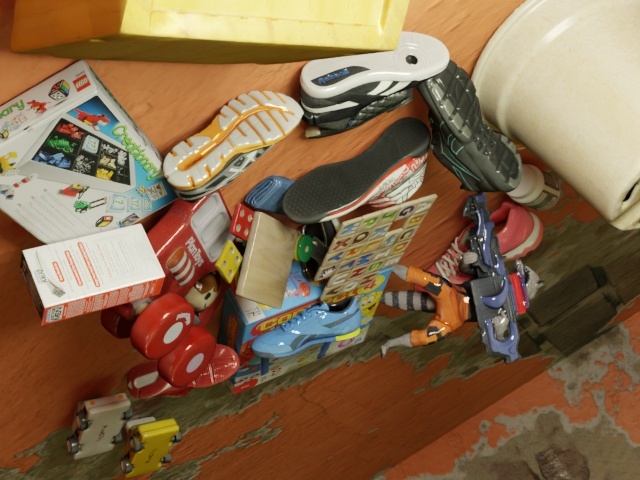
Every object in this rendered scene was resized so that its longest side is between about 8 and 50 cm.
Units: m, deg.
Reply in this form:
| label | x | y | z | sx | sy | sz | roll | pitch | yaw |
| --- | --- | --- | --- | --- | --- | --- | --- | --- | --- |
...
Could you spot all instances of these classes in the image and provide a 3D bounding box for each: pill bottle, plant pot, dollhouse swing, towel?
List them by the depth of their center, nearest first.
| label | x | y | z | sx | sy | sz | roll | pitch | yaw |
| --- | --- | --- | --- | --- | --- | --- | --- | --- | --- |
| dollhouse swing | -0.103 | -0.343 | 1.067 | 0.347 | 0.305 | 0.315 | -7 | -172 | -41 |
| plant pot | 0.449 | -0.195 | 1.613 | 0.334 | 0.305 | 0.334 | -23 | 148 | -15 |
| towel | -0.061 | -0.072 | 1.656 | 0.067 | 0.029 | 0.119 | -41 | 152 | 22 |
| pill bottle | 0.408 | -0.106 | 2.047 | 0.078 | 0.078 | 0.137 | -40 | 153 | 21 |

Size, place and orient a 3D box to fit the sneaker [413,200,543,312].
| label | x | y | z | sx | sy | sz | roll | pitch | yaw |
| --- | --- | --- | --- | --- | --- | --- | --- | --- | --- |
| sneaker | 0.303 | 0.022 | 2.173 | 0.314 | 0.116 | 0.136 | -39 | 141 | 9 |

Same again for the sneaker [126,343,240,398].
| label | x | y | z | sx | sy | sz | roll | pitch | yaw |
| --- | --- | --- | --- | --- | --- | --- | --- | --- | --- |
| sneaker | -0.242 | 0.244 | 1.982 | 0.221 | 0.087 | 0.128 | -11 | 170 | 14 |

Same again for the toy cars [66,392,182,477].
| label | x | y | z | sx | sy | sz | roll | pitch | yaw |
| --- | --- | --- | --- | --- | --- | --- | --- | --- | --- |
| toy cars | -0.389 | 0.367 | 2.061 | 0.176 | 0.087 | 0.393 | -30 | 152 | 5 |

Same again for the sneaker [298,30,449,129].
| label | x | y | z | sx | sy | sz | roll | pitch | yaw |
| --- | --- | --- | --- | --- | --- | --- | --- | --- | --- |
| sneaker | 0.068 | -0.219 | 1.478 | 0.217 | 0.079 | 0.121 | -14 | 155 | -15 |

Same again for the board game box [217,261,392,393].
| label | x | y | z | sx | sy | sz | roll | pitch | yaw |
| --- | --- | --- | --- | --- | --- | --- | --- | --- | --- |
| board game box | -0.039 | 0.145 | 2.017 | 0.308 | 0.086 | 0.302 | -20 | 154 | -21 |

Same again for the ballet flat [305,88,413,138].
| label | x | y | z | sx | sy | sz | roll | pitch | yaw |
| --- | --- | --- | --- | --- | --- | --- | --- | --- | --- |
| ballet flat | 0.054 | -0.194 | 1.552 | 0.173 | 0.049 | 0.057 | -25 | -172 | -2 |

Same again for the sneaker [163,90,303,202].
| label | x | y | z | sx | sy | sz | roll | pitch | yaw |
| --- | --- | --- | --- | --- | --- | --- | --- | --- | --- |
| sneaker | -0.117 | -0.126 | 1.414 | 0.215 | 0.084 | 0.083 | -32 | 158 | -17 |

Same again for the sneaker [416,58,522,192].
| label | x | y | z | sx | sy | sz | roll | pitch | yaw |
| --- | --- | --- | --- | --- | --- | --- | --- | --- | --- |
| sneaker | 0.203 | -0.165 | 1.606 | 0.106 | 0.101 | 0.267 | -10 | 130 | 42 |

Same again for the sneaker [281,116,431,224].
| label | x | y | z | sx | sy | sz | roll | pitch | yaw |
| --- | --- | --- | --- | --- | --- | --- | --- | --- | --- |
| sneaker | 0.063 | -0.079 | 1.681 | 0.270 | 0.090 | 0.145 | -34 | 156 | -15 |

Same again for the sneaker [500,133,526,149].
| label | x | y | z | sx | sy | sz | roll | pitch | yaw |
| --- | --- | --- | --- | --- | --- | --- | --- | --- | --- |
| sneaker | 0.384 | -0.215 | 1.859 | 0.175 | 0.064 | 0.067 | -29 | 134 | -11 |

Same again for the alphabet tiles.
| label | x | y | z | sx | sy | sz | roll | pitch | yaw |
| --- | --- | --- | --- | --- | --- | --- | --- | --- | --- |
| alphabet tiles | 0.081 | 0.019 | 1.799 | 0.198 | 0.009 | 0.237 | -18 | 151 | -32 |

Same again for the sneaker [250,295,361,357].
| label | x | y | z | sx | sy | sz | roll | pitch | yaw |
| --- | --- | --- | --- | --- | --- | --- | --- | --- | --- |
| sneaker | -0.028 | 0.148 | 1.875 | 0.209 | 0.069 | 0.082 | -14 | 119 | -13 |

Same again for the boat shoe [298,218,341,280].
| label | x | y | z | sx | sy | sz | roll | pitch | yaw |
| --- | --- | --- | --- | --- | --- | --- | --- | --- | --- |
| boat shoe | 0.000 | 0.000 | 1.795 | 0.079 | 0.084 | 0.233 | -14 | 151 | -6 |

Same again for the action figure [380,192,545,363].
| label | x | y | z | sx | sy | sz | roll | pitch | yaw |
| --- | --- | --- | --- | --- | --- | --- | --- | --- | --- |
| action figure | 0.274 | 0.073 | 2.086 | 0.330 | 0.341 | 0.178 | -4 | 180 | -4 |

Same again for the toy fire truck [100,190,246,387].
| label | x | y | z | sx | sy | sz | roll | pitch | yaw |
| --- | --- | --- | --- | --- | --- | --- | --- | --- | --- |
| toy fire truck | -0.213 | 0.062 | 1.610 | 0.254 | 0.169 | 0.302 | -48 | 156 | -14 |

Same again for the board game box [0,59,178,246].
| label | x | y | z | sx | sy | sz | roll | pitch | yaw |
| --- | --- | --- | --- | --- | --- | --- | --- | --- | --- |
| board game box | -0.309 | -0.088 | 1.324 | 0.193 | 0.053 | 0.305 | -30 | 155 | 0 |

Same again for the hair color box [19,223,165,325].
| label | x | y | z | sx | sy | sz | roll | pitch | yaw |
| --- | --- | --- | --- | --- | --- | --- | --- | --- | --- |
| hair color box | -0.305 | 0.044 | 1.406 | 0.167 | 0.093 | 0.053 | -14 | 151 | -29 |

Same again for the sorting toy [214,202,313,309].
| label | x | y | z | sx | sy | sz | roll | pitch | yaw |
| --- | --- | --- | --- | --- | --- | --- | --- | --- | --- |
| sorting toy | -0.100 | 0.029 | 1.642 | 0.046 | 0.132 | 0.274 | 8 | 172 | 26 |
